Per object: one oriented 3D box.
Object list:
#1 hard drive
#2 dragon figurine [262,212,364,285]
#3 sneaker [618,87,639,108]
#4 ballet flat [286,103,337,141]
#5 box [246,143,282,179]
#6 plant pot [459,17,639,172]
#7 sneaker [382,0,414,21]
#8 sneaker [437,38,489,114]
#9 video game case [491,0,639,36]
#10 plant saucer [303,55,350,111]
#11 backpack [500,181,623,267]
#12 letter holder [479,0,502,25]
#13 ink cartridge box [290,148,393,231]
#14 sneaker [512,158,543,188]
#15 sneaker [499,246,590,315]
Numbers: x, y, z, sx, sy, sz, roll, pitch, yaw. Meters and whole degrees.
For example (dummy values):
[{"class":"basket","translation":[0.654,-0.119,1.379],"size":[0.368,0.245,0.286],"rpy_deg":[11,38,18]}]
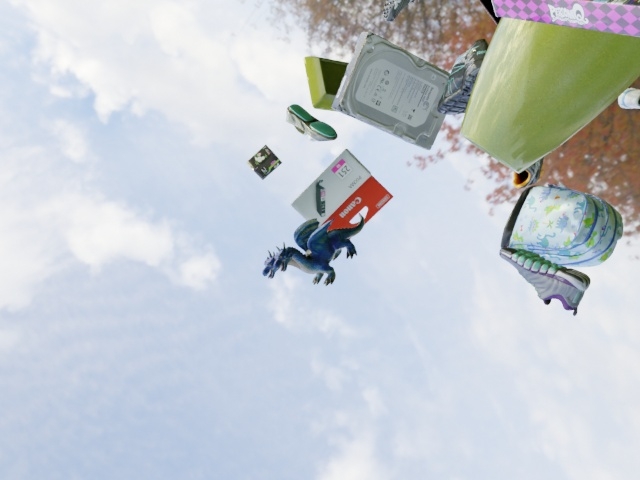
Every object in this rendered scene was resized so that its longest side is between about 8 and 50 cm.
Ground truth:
[{"class":"hard drive","translation":[0.226,-0.432,1.781],"size":[0.339,0.236,0.064],"rpy_deg":[19,-170,-26]},{"class":"dragon figurine","translation":[0.000,0.000,1.328],"size":[0.289,0.085,0.144],"rpy_deg":[-48,-64,-23]},{"class":"sneaker","translation":[0.937,-0.392,1.686],"size":[0.191,0.071,0.083],"rpy_deg":[-9,-159,-7]},{"class":"ballet flat","translation":[-0.027,-0.336,1.816],"size":[0.072,0.068,0.213],"rpy_deg":[-22,-130,-36]},{"class":"box","translation":[-0.173,-0.241,1.871],"size":[0.052,0.083,0.062],"rpy_deg":[51,-175,38]},{"class":"plant pot","translation":[0.395,-0.281,1.103],"size":[0.275,0.293,0.274],"rpy_deg":[32,-166,-9]},{"class":"sneaker","translation":[0.262,-0.694,1.670],"size":[0.106,0.234,0.078],"rpy_deg":[29,180,-21]},{"class":"sneaker","translation":[0.392,-0.428,1.626],"size":[0.101,0.267,0.106],"rpy_deg":[3,-108,-14]},{"class":"video game case","translation":[0.350,-0.315,0.688],"size":[0.232,0.210,0.041],"rpy_deg":[38,163,51]},{"class":"plant saucer","translation":[0.052,-0.488,1.874],"size":[0.188,0.045,0.188],"rpy_deg":[1,-112,-29]},{"class":"backpack","translation":[0.786,-0.044,1.970],"size":[0.356,0.290,0.273],"rpy_deg":[23,174,43]},{"class":"letter holder","translation":[0.688,-0.870,2.227],"size":[0.302,0.152,0.214],"rpy_deg":[41,-149,-26]},{"class":"ink cartridge box","translation":[0.075,-0.138,2.096],"size":[0.239,0.275,0.060],"rpy_deg":[44,-169,-5]},{"class":"sneaker","translation":[0.563,-0.233,1.641],"size":[0.083,0.214,0.084],"rpy_deg":[-33,-141,-27]},{"class":"sneaker","translation":[0.491,0.089,1.378],"size":[0.083,0.098,0.224],"rpy_deg":[-1,-160,-38]}]
